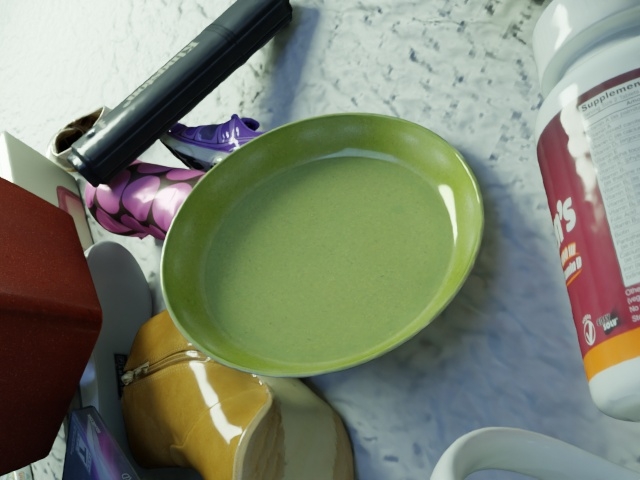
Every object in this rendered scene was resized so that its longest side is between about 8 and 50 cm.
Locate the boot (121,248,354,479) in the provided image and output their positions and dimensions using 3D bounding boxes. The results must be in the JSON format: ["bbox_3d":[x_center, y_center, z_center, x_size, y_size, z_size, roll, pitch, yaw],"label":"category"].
[{"bbox_3d":[-0.086,0.163,0.556,0.211,0.104,0.295,-35,47,35],"label":"boot"}]

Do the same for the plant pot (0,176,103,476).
[{"bbox_3d":[-0.349,0.073,0.613,0.267,0.236,0.267,-62,39,22],"label":"plant pot"}]

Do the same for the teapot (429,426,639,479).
[{"bbox_3d":[0.174,0.163,0.202,0.256,0.187,0.252,-35,56,48],"label":"teapot"}]

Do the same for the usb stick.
[{"bbox_3d":[-0.141,-0.163,0.702,0.278,0.045,0.077,-45,43,-10],"label":"usb stick"}]

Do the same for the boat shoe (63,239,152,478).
[{"bbox_3d":[-0.230,0.123,0.701,0.084,0.095,0.258,-27,55,28],"label":"boat shoe"}]

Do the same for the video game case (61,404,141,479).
[{"bbox_3d":[-0.146,0.291,0.540,0.274,0.026,0.196,38,122,41],"label":"video game case"}]

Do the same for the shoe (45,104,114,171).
[{"bbox_3d":[-0.317,-0.141,0.918,0.219,0.058,0.076,-6,70,42],"label":"shoe"}]

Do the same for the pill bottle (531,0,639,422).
[{"bbox_3d":[0.179,-0.028,0.353,0.121,0.121,0.221,-23,58,36],"label":"pill bottle"}]

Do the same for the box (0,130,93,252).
[{"bbox_3d":[-0.382,0.004,0.856,0.149,0.127,0.232,-38,49,10],"label":"box"}]

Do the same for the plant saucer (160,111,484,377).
[{"bbox_3d":[0.000,0.000,0.512,0.241,0.037,0.240,-10,50,12],"label":"plant saucer"}]

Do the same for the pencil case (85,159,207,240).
[{"bbox_3d":[-0.147,-0.027,0.690,0.095,0.098,0.209,-33,32,-31],"label":"pencil case"}]

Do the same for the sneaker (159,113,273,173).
[{"bbox_3d":[-0.098,-0.097,0.702,0.170,0.068,0.071,20,72,38],"label":"sneaker"}]

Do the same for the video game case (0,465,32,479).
[{"bbox_3d":[-0.390,0.385,0.796,0.227,0.026,0.206,-52,46,15],"label":"video game case"}]
